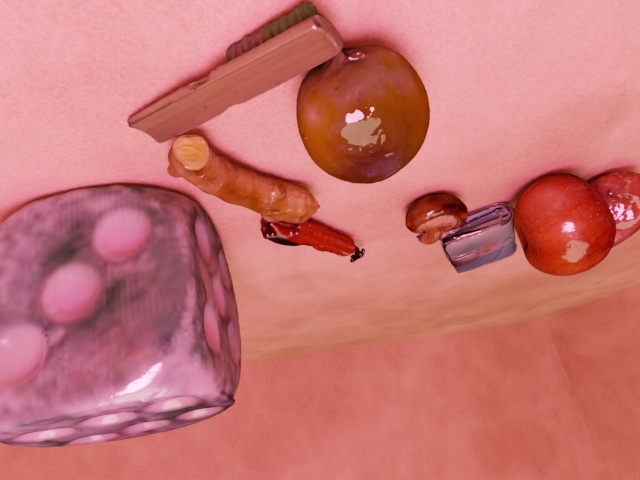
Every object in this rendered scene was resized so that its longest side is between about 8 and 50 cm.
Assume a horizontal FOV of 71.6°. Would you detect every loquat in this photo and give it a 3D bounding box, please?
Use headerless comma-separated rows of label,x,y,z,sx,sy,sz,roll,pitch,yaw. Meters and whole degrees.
loquat,0.052,-0.139,0.521,0.152,0.152,0.195,-16,148,13

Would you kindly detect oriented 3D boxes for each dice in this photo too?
dice,-0.323,0.134,0.727,0.328,0.348,0.330,-12,158,-2

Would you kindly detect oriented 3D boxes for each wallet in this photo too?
wallet,0.387,0.002,1.081,0.176,0.075,0.250,-22,154,16

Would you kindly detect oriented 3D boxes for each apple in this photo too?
apple,0.474,-0.028,0.884,0.162,0.201,0.201,-29,153,15

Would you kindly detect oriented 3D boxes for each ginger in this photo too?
ginger,-0.111,-0.083,0.669,0.118,0.065,0.299,-11,161,28

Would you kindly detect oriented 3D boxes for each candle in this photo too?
candle,0.000,0.000,0.928,0.084,0.059,0.301,-13,158,38

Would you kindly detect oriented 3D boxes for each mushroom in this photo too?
mushroom,0.233,-0.046,0.885,0.127,0.087,0.127,-10,161,-3

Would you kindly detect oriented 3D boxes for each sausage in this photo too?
sausage,0.617,-0.051,0.977,0.148,0.148,0.254,-5,157,-13

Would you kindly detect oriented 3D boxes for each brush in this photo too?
brush,-0.107,-0.176,0.490,0.282,0.048,0.054,-16,155,30
